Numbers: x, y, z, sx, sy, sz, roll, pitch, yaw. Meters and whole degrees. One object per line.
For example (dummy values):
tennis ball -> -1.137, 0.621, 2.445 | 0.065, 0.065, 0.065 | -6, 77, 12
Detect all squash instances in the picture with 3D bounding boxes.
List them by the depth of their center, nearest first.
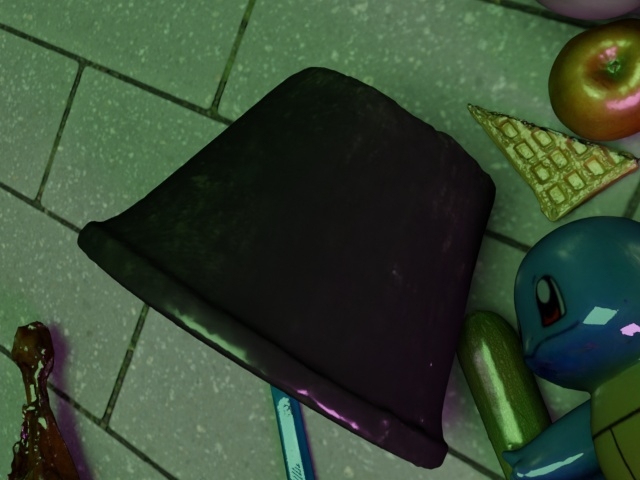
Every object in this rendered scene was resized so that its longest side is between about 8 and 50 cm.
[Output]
squash -> 0.186, 0.174, 0.682 | 0.066, 0.066, 0.228 | -25, 76, 26

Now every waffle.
waffle -> 0.220, -0.102, 0.700 | 0.097, 0.023, 0.152 | -40, 70, 20

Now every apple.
apple -> 0.259, -0.139, 0.634 | 0.114, 0.102, 0.099 | -10, 88, 30

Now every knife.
knife -> -0.012, 0.298, 0.810 | 0.044, 0.026, 0.296 | -17, 77, 24

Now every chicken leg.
chicken leg -> -0.374, 0.260, 0.975 | 0.113, 0.093, 0.304 | -18, 74, 45

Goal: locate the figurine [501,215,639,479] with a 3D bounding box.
figurine -> 0.296, 0.162, 0.513 | 0.416, 0.298, 0.243 | 39, 67, 14

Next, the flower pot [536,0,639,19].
flower pot -> 0.243, -0.301, 0.577 | 0.195, 0.246, 0.246 | 23, 99, 22

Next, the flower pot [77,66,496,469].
flower pot -> 0.000, 0.000, 0.663 | 0.379, 0.379, 0.251 | 31, 85, 26
